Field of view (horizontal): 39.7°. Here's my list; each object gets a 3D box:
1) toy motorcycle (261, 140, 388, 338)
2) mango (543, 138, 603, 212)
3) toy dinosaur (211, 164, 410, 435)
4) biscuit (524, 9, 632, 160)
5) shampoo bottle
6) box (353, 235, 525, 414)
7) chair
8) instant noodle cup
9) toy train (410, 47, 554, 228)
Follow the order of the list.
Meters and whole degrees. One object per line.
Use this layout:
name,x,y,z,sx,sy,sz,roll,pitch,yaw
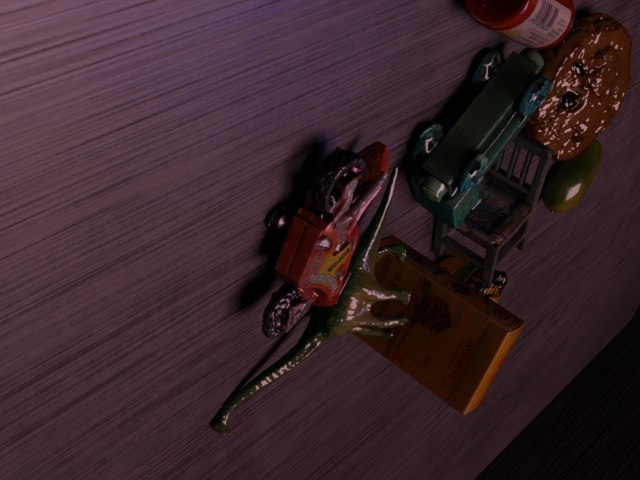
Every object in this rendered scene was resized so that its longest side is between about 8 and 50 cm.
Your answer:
toy motorcycle,0.000,0.001,1.241,0.171,0.089,0.298,-12,131,-55
mango,0.581,-0.140,2.029,0.191,0.085,0.122,-44,149,-18
toy dinosaur,-0.012,0.095,1.399,0.300,0.087,0.447,2,103,-14
biscuit,0.491,-0.281,1.669,0.296,0.075,0.296,-22,131,-29
shampoo bottle,0.315,-0.346,1.329,0.278,0.104,0.104,-2,123,-57
box,0.180,0.139,1.486,0.076,0.274,0.174,-18,136,-54
chair,0.305,-0.061,1.612,0.147,0.136,0.270,-41,152,-28
instant noodle cup,0.285,0.096,1.783,0.151,0.122,0.151,-36,147,-28
toy train,0.263,-0.171,1.449,0.298,0.120,0.194,-50,161,-8
